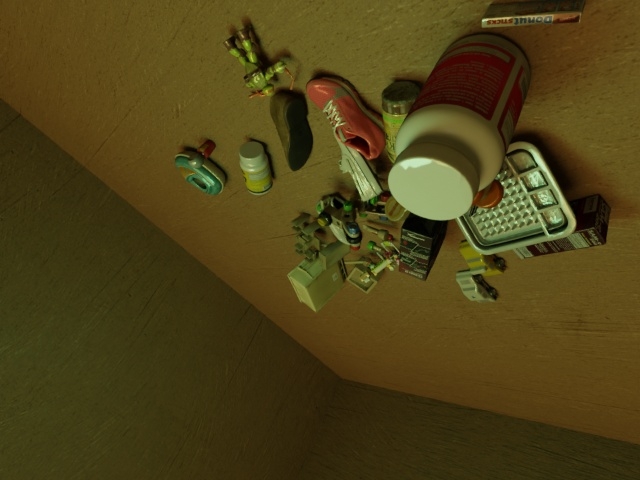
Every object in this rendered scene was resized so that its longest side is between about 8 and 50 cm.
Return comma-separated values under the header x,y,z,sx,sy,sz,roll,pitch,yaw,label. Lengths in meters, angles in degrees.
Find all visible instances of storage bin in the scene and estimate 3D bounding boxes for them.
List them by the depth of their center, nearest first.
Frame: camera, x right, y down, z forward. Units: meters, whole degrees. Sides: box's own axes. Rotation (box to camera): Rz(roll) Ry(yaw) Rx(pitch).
x,y,z,sx,sy,sz,roll,pitch,yaw,label
-0.004,0.189,2.045,0.123,0.260,0.262,33,156,34,storage bin

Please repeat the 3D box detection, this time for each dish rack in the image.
x,y,z,sx,sy,sz,roll,pitch,yaw,label
0.535,-0.118,1.167,0.286,0.072,0.332,59,147,-4,dish rack

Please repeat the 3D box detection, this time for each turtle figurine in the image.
x,y,z,sx,sy,sz,roll,pitch,yaw,label
-0.212,-0.536,1.262,0.269,0.087,0.217,9,139,53,turtle figurine

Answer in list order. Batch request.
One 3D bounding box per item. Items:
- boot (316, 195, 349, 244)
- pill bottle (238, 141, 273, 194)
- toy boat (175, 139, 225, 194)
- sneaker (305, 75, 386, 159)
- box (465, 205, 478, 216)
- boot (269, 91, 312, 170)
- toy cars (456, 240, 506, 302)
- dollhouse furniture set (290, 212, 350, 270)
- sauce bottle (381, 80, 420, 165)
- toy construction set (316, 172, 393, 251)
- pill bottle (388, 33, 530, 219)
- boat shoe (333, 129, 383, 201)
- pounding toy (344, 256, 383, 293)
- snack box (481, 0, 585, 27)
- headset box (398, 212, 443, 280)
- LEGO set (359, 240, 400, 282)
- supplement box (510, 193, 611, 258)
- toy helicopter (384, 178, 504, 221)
x,y,z,sx,sy,sz,roll,pitch,yaw,label
0.099,-0.078,1.684,0.258,0.095,0.123,44,154,-22,boot
-0.267,-0.297,1.663,0.119,0.119,0.209,22,150,16,pill bottle
-0.560,-0.332,1.853,0.267,0.148,0.318,34,152,-6,toy boat
0.078,-0.366,1.210,0.313,0.136,0.116,36,150,-8,sneaker
0.392,-0.189,1.192,0.190,0.045,0.184,35,139,32,box
-0.107,-0.383,1.423,0.115,0.112,0.306,38,153,29,boot
0.610,0.146,1.565,0.176,0.087,0.394,16,148,25,toy cars
0.000,0.000,1.886,0.242,0.160,0.212,38,149,31,dollhouse furniture set
0.251,-0.290,1.195,0.111,0.112,0.345,14,147,28,sauce bottle
0.128,-0.093,1.538,0.237,0.258,0.309,25,169,34,toy construction set
0.305,-0.250,0.895,0.228,0.408,0.229,23,150,14,pill bottle
0.105,-0.254,1.330,0.088,0.096,0.268,-31,100,18,boat shoe
0.206,0.128,1.924,0.181,0.094,0.206,34,142,5,pounding toy
0.425,-0.458,0.811,0.178,0.064,0.022,13,145,29,snack box
0.364,-0.015,1.407,0.110,0.218,0.293,20,150,22,headset box
0.264,0.079,1.747,0.107,0.132,0.286,47,140,-14,LEGO set
0.686,-0.034,1.165,0.073,0.130,0.239,42,149,-18,supplement box
0.315,-0.160,1.142,0.140,0.235,0.354,-1,162,-41,toy helicopter
